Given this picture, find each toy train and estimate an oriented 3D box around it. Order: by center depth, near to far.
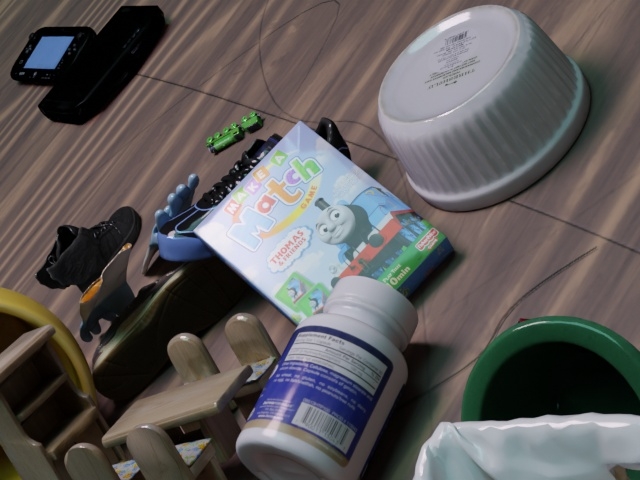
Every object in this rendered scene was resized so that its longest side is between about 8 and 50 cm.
[{"bbox_3d":[-0.108,-0.133,1.817,0.083,0.017,0.024,-29,45,20],"label":"toy train"}]

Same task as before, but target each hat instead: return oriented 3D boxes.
[{"bbox_3d":[0.223,0.132,1.141,0.173,0.183,0.209,-29,75,31],"label":"hat"}]

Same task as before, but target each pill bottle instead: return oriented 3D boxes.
[{"bbox_3d":[0.013,0.129,1.284,0.112,0.112,0.187,-4,47,44],"label":"pill bottle"}]

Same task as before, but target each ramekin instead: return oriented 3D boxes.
[{"bbox_3d":[0.154,-0.140,1.458,0.207,0.109,0.207,-28,34,22],"label":"ramekin"}]

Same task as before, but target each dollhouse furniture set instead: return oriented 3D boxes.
[{"bbox_3d":[-0.184,0.149,1.359,0.242,0.161,0.212,-20,15,30],"label":"dollhouse furniture set"}]

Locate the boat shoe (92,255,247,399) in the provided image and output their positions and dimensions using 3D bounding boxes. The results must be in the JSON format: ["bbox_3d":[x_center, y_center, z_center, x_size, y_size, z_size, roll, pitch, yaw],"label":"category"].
[{"bbox_3d":[-0.168,0.073,1.575,0.223,0.080,0.073,-46,37,2],"label":"boat shoe"}]

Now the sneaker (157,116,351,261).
[{"bbox_3d":[-0.074,-0.056,1.538,0.232,0.090,0.081,-24,26,-21],"label":"sneaker"}]

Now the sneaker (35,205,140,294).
[{"bbox_3d":[-0.282,0.003,1.770,0.051,0.089,0.170,-14,42,37],"label":"sneaker"}]

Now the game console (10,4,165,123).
[{"bbox_3d":[-0.389,-0.277,2.264,0.361,0.044,0.213,10,58,52],"label":"game console"}]

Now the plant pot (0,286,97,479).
[{"bbox_3d":[-0.376,0.157,1.564,0.254,0.254,0.239,-43,18,-2],"label":"plant pot"}]

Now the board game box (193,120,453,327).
[{"bbox_3d":[0.000,0.000,1.434,0.160,0.039,0.211,-46,60,-7],"label":"board game box"}]

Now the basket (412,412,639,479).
[{"bbox_3d":[0.193,0.294,0.750,0.328,0.266,0.331,-7,45,42],"label":"basket"}]

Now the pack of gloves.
[{"bbox_3d":[-0.190,0.032,1.615,0.195,0.046,0.232,-51,-2,-18],"label":"pack of gloves"}]
